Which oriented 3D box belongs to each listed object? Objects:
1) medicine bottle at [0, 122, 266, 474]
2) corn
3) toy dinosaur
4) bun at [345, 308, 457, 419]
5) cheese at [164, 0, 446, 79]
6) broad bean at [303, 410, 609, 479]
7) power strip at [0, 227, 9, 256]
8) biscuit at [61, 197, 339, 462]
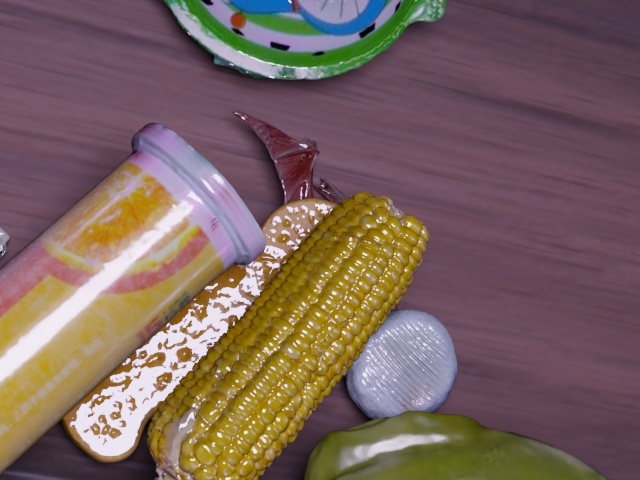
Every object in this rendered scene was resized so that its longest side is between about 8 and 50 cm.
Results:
[{"bbox_3d":[-0.218,0.108,0.774,0.426,0.108,0.108,-44,92,-16],"label":"medicine bottle"},{"bbox_3d":[-0.018,0.066,0.839,0.080,0.080,0.238,43,74,-4],"label":"corn"},{"bbox_3d":[0.000,0.000,0.953,0.108,0.032,0.220,-39,101,-28],"label":"toy dinosaur"},{"bbox_3d":[0.055,0.088,0.936,0.083,0.045,0.083,1,85,-14],"label":"bun"},{"bbox_3d":[-0.064,-0.215,0.961,0.320,0.083,0.204,8,77,-8],"label":"cheese"},{"bbox_3d":[0.100,0.238,0.864,0.291,0.119,0.238,34,81,-1],"label":"broad bean"},{"bbox_3d":[-0.239,-0.017,0.879,0.083,0.017,0.027,43,65,-4],"label":"power strip"},{"bbox_3d":[-0.077,0.044,0.891,0.240,0.035,0.158,-21,86,-12],"label":"biscuit"}]
